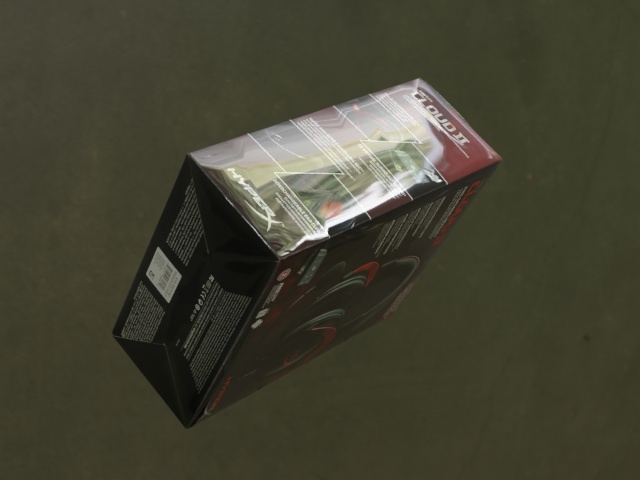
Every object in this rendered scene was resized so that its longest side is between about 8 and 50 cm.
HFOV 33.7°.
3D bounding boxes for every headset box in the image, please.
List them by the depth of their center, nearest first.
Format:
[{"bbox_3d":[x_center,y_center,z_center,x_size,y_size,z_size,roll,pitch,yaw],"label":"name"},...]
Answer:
[{"bbox_3d":[0.000,0.000,0.865,0.293,0.110,0.218,-24,154,-43],"label":"headset box"}]
